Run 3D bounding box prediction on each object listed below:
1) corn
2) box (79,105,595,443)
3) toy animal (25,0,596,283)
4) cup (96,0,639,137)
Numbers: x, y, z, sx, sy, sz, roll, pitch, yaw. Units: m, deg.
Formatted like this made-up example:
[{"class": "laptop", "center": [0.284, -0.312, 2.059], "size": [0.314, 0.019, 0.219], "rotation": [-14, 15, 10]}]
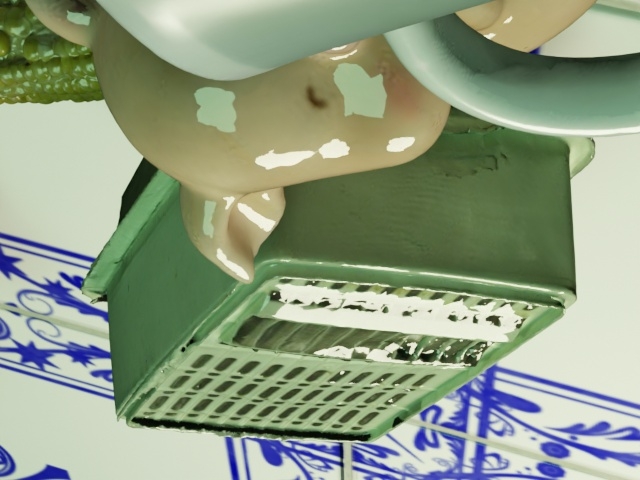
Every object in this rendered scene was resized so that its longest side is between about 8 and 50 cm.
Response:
[{"class": "corn", "center": [-0.178, -0.121, 0.867], "size": [0.288, 0.086, 0.086], "rotation": [2, 142, 26]}, {"class": "box", "center": [0.000, 0.000, 0.816], "size": [0.221, 0.166, 0.290], "rotation": [7, 153, -24]}, {"class": "toy animal", "center": [0.016, -0.116, 0.605], "size": [0.166, 0.250, 0.154], "rotation": [56, 176, 5]}, {"class": "cup", "center": [0.086, -0.164, 0.367], "size": [0.274, 0.259, 0.356], "rotation": [-15, 135, 19]}]
